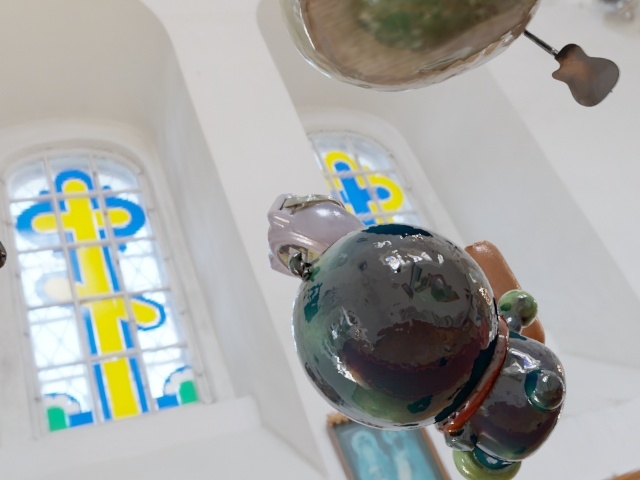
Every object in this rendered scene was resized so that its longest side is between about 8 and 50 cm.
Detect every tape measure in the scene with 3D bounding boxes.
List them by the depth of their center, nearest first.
[{"bbox_3d":[0.003,0.003,1.260,0.178,0.105,0.196,26,-27,7],"label":"tape measure"}]

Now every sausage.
[{"bbox_3d":[0.278,0.094,1.210,0.076,0.197,0.076,-27,-8,-4],"label":"sausage"}]

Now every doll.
[{"bbox_3d":[0.107,0.100,0.771,0.322,0.198,0.186,28,-28,-9],"label":"doll"}]

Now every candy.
[{"bbox_3d":[0.136,-0.419,1.203,0.427,0.186,0.386,-33,-67,-1],"label":"candy"}]

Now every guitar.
[{"bbox_3d":[0.416,-0.327,1.386,0.088,0.233,0.025,-56,-18,24],"label":"guitar"}]

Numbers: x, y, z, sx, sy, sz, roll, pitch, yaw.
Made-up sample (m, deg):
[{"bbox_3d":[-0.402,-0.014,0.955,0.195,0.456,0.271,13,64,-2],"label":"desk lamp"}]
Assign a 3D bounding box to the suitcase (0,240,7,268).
[{"bbox_3d":[-0.532,-0.049,0.940,0.206,0.285,0.066,-34,17,-32],"label":"suitcase"}]
